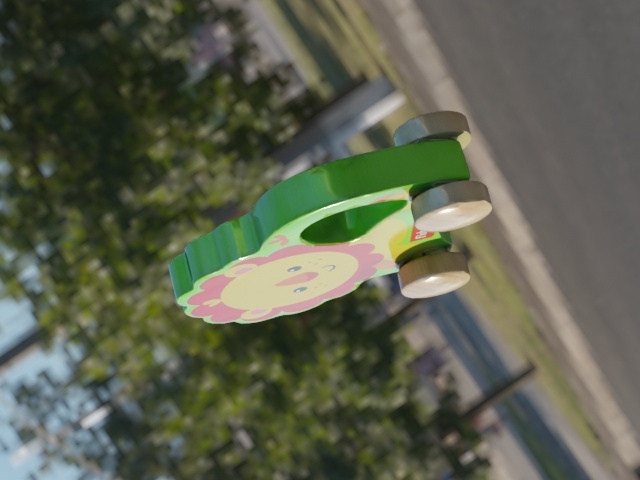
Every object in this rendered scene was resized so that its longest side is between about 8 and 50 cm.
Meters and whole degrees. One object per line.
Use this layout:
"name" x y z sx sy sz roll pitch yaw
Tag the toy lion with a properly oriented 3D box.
"toy lion" 0.000 0.000 0.618 0.100 0.096 0.034 97 159 -70
